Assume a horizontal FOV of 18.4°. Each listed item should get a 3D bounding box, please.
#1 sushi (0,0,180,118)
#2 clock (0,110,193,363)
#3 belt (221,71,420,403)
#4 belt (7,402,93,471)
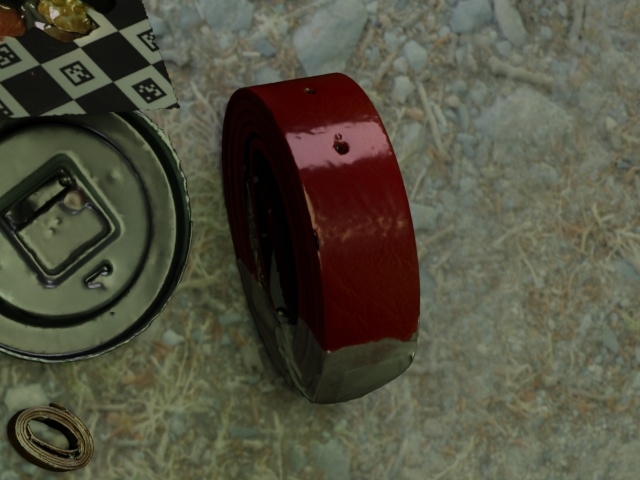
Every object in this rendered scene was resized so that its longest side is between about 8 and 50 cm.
[{"bbox_3d":[-0.306,-0.197,1.886,0.290,0.050,0.264,-3,53,-26],"label":"sushi"},{"bbox_3d":[-0.261,-0.018,1.923,0.281,0.055,0.280,2,85,-23],"label":"clock"},{"bbox_3d":[0.000,0.000,1.937,0.115,0.227,0.323,-13,89,-21],"label":"belt"},{"bbox_3d":[-0.261,0.190,1.916,0.083,0.036,0.059,30,68,-18],"label":"belt"}]
